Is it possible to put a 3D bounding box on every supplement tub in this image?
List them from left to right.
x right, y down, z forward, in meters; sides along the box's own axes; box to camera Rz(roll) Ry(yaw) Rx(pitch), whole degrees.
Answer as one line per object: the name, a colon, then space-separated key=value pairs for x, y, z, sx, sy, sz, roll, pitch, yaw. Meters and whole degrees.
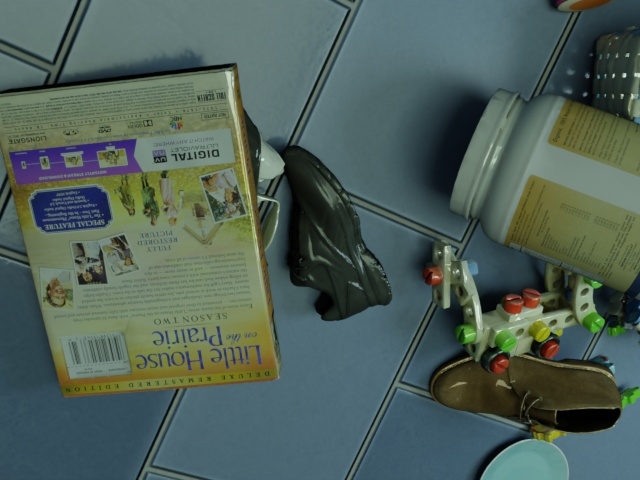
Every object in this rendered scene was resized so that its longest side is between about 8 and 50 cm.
supplement tub: x=0.364 y=-0.072 z=1.151 sx=0.316 sy=0.228 sz=0.228 roll=23 pitch=98 yaw=14

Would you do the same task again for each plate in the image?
plate: x=0.360 y=0.438 z=1.471 sx=0.188 sy=0.024 sz=0.188 roll=-5 pitch=106 yaw=-17

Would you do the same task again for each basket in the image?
basket: x=0.574 y=-0.239 z=1.232 sx=0.289 sy=0.255 sz=0.201 roll=-2 pitch=101 yaw=0

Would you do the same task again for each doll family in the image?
doll family: x=0.584 y=0.096 z=1.401 sx=0.163 sy=0.118 sz=0.263 roll=29 pitch=62 yaw=-12

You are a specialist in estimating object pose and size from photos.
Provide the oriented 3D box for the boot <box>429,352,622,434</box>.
boot: x=0.330 y=0.249 z=1.319 sx=0.305 sy=0.115 sz=0.112 roll=0 pitch=114 yaw=6

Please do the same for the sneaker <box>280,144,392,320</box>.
sneaker: x=0.000 y=0.000 z=1.179 sx=0.130 sy=0.109 sz=0.286 roll=-27 pitch=110 yaw=-3

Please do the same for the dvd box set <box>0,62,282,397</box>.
dvd box set: x=-0.227 y=-0.003 z=1.064 sx=0.308 sy=0.062 sz=0.420 roll=-6 pitch=108 yaw=6

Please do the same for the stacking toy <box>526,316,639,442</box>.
stacking toy: x=0.457 y=0.240 z=1.436 sx=0.221 sy=0.052 sz=0.166 roll=-20 pitch=112 yaw=-15

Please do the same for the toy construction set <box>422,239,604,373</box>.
toy construction set: x=0.318 y=0.086 z=1.284 sx=0.328 sy=0.151 sz=0.215 roll=-2 pitch=124 yaw=-13

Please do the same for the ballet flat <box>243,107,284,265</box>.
ballet flat: x=-0.105 y=-0.073 z=1.132 sx=0.096 sy=0.095 sz=0.280 roll=-9 pitch=119 yaw=-27

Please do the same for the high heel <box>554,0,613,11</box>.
high heel: x=0.450 y=-0.436 z=1.235 sx=0.244 sy=0.082 sz=0.117 roll=-25 pitch=80 yaw=4
